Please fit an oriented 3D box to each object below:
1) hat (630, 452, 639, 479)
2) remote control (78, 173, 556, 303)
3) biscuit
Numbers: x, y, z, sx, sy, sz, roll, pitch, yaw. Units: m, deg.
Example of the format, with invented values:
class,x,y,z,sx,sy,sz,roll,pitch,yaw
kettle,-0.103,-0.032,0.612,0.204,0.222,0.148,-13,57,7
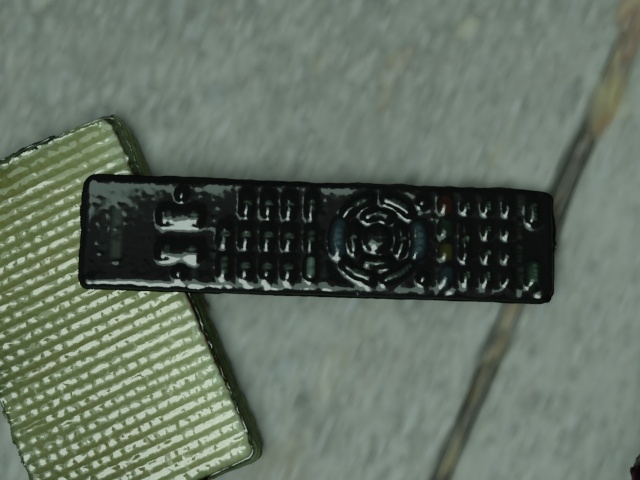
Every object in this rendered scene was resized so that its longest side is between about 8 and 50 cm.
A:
class,x,y,z,sx,sy,sz,roll,pitch,yaw
hat,0.245,0.068,0.771,0.140,0.129,0.227,37,71,-32
remote control,0.000,0.000,0.811,0.245,0.025,0.063,3,82,-3
biscuit,-0.120,0.044,0.839,0.121,0.040,0.199,-23,82,6
